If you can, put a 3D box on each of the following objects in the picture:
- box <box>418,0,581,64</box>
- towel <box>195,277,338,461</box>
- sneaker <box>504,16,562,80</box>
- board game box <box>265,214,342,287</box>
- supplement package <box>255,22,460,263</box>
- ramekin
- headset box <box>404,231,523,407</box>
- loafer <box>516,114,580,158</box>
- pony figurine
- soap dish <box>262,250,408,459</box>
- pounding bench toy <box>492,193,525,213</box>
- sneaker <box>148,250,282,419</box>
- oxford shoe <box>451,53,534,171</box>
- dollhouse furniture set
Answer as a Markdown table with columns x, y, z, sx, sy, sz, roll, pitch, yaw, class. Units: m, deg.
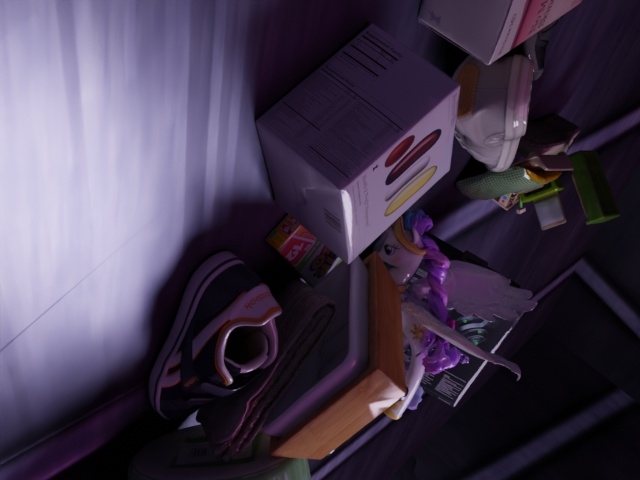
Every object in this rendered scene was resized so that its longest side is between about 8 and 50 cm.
| x | y | z | sx | sy | sz | roll | pitch | yaw | class |
| --- | --- | --- | --- | --- | --- | --- | --- | --- | --- |
| 0.261 | -0.362 | 1.117 | 0.232 | 0.127 | 0.148 | -37 | 155 | -31 | box |
| -0.089 | 0.187 | 1.286 | 0.282 | 0.049 | 0.187 | -55 | -160 | -4 | towel |
| 0.358 | -0.352 | 1.374 | 0.130 | 0.087 | 0.227 | -43 | 153 | -2 | sneaker |
| 0.000 | 0.000 | 1.323 | 0.124 | 0.039 | 0.259 | -47 | 161 | -4 | board game box |
| 0.051 | -0.118 | 1.071 | 0.203 | 0.149 | 0.194 | -43 | 157 | -16 | supplement package |
| -0.153 | 0.388 | 1.298 | 0.303 | 0.303 | 0.148 | -15 | 102 | -55 | ramekin |
| 0.241 | 0.149 | 1.710 | 0.283 | 0.246 | 0.131 | -60 | -177 | 22 | headset box |
| 0.493 | -0.207 | 1.847 | 0.268 | 0.102 | 0.092 | -22 | 139 | -51 | loafer |
| 0.176 | 0.140 | 1.508 | 0.363 | 0.351 | 0.303 | -59 | 180 | 26 | pony figurine |
| 0.027 | 0.176 | 1.291 | 0.229 | 0.118 | 0.291 | -44 | -160 | 26 | soap dish |
| 0.444 | -0.108 | 1.935 | 0.052 | 0.083 | 0.065 | -34 | 154 | -34 | pounding bench toy |
| -0.149 | 0.171 | 1.187 | 0.126 | 0.127 | 0.321 | -30 | 152 | -45 | sneaker |
| 0.275 | -0.213 | 1.405 | 0.449 | 0.130 | 0.169 | 13 | 82 | -79 | oxford shoe |
| 0.451 | -0.084 | 1.743 | 0.197 | 0.151 | 0.301 | -22 | 170 | 39 | dollhouse furniture set |
